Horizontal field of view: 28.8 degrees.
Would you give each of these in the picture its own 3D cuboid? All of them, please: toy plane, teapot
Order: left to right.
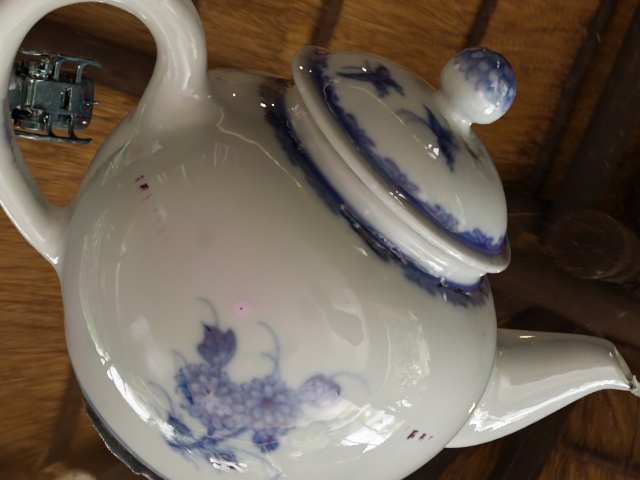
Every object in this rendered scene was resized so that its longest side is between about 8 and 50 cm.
[{"bbox_3d":[-0.227,-0.104,0.838,0.096,0.235,0.060,12,-83,31],"label":"toy plane"},{"bbox_3d":[0.000,0.000,0.680,0.424,0.252,0.280,36,-68,-22],"label":"teapot"}]
